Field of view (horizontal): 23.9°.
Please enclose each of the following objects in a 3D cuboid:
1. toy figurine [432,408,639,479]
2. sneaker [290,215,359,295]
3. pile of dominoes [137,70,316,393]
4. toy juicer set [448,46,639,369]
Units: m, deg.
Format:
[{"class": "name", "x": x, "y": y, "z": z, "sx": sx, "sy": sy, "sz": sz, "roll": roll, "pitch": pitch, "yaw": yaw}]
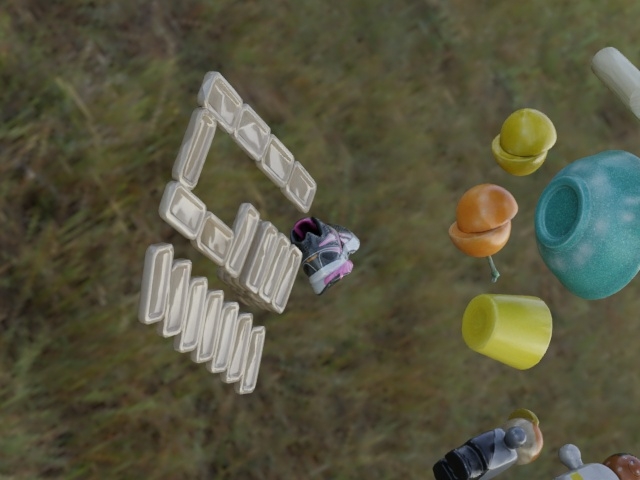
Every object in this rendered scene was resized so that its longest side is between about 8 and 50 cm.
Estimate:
[{"class": "toy figurine", "x": 0.225, "y": 0.288, "z": 1.497, "sx": 0.148, "sy": 0.213, "sz": 0.209, "roll": -14, "pitch": 107, "yaw": -40}, {"class": "sneaker", "x": 0.000, "y": 0.000, "z": 1.828, "sx": 0.077, "sy": 0.072, "sz": 0.178, "roll": 54, "pitch": 5, "yaw": -11}, {"class": "pile of dominoes", "x": -0.083, "y": 0.001, "z": 1.204, "sx": 0.251, "sy": 0.040, "sz": 0.196, "roll": 46, "pitch": 60, "yaw": -62}, {"class": "toy juicer set", "x": 0.237, "y": -0.046, "z": 1.351, "sx": 0.089, "sy": 0.329, "sz": 0.209, "roll": 14, "pitch": 48, "yaw": -31}]
